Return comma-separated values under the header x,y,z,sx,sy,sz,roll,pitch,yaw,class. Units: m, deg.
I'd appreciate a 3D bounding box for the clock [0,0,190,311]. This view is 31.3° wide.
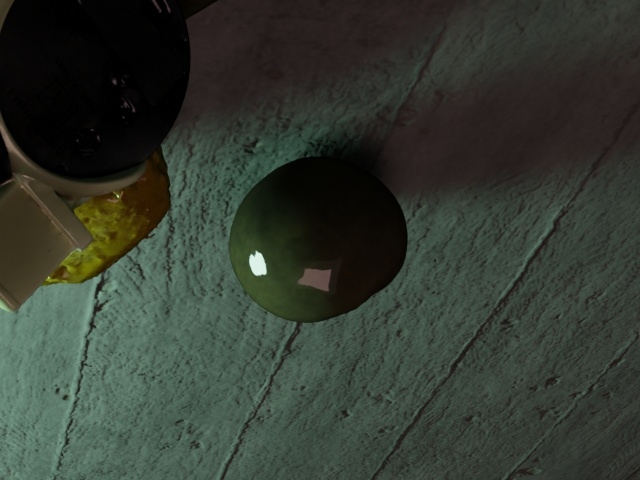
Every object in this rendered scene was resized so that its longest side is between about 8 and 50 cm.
x,y,z,sx,sy,sz,roll,pitch,yaw,class
-0.241,-0.152,0.714,0.120,0.276,0.379,18,154,45,clock

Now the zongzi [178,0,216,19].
x,y,z,sx,sy,sz,roll,pitch,yaw,class
-0.021,-0.235,0.818,0.221,0.112,0.242,-9,154,-6,zongzi

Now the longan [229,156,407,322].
x,y,z,sx,sy,sz,roll,pitch,yaw,class
0.000,0.000,1.114,0.167,0.167,0.187,-37,152,32,longan

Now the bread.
x,y,z,sx,sy,sz,roll,pitch,yaw,class
-0.246,-0.057,0.971,0.240,0.139,0.240,-8,145,-5,bread
